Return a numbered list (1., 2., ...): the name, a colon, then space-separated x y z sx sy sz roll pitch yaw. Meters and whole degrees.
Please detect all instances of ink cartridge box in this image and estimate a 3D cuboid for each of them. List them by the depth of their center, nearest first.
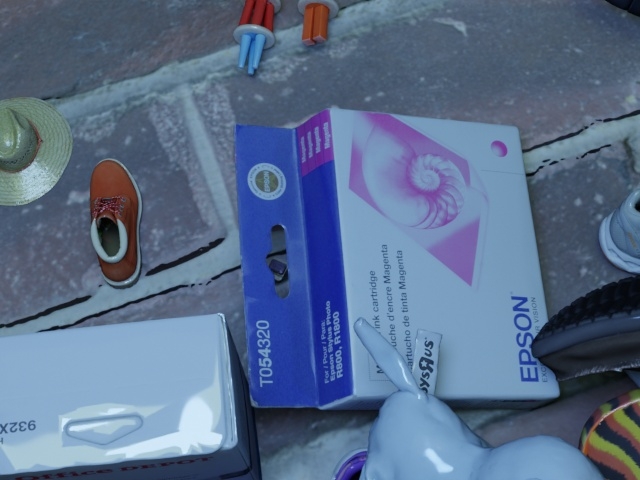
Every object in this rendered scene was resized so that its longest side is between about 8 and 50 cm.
1. ink cartridge box: -0.181 0.182 1.194 0.223 0.307 0.129 -6 70 -1
2. ink cartridge box: 0.080 0.018 1.317 0.330 0.071 0.324 3 68 -21

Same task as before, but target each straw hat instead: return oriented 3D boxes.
1. straw hat: -0.365 -0.118 1.445 0.144 0.061 0.144 -1 70 2

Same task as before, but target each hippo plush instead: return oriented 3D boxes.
1. hippo plush: 0.167 0.241 1.128 0.237 0.234 0.294 6 85 40

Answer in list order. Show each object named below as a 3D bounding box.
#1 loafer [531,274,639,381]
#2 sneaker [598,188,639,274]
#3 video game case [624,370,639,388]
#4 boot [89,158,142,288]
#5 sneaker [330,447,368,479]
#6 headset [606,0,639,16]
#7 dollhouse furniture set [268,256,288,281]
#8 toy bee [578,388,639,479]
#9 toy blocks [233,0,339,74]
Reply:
1. loafer: 0.384 0.098 1.198 0.366 0.134 0.130 -13 100 29
2. sneaker: 0.445 -0.006 1.342 0.262 0.121 0.099 2 69 2
3. video game case: 0.486 0.096 1.239 0.329 0.036 0.300 -46 74 26
4. boot: -0.236 -0.032 1.397 0.059 0.084 0.158 -12 68 -1
5. sneaker: 0.043 0.321 1.243 0.095 0.104 0.236 1 71 1
6. headset: 0.485 -0.369 1.442 0.394 0.185 0.243 17 71 2
7. dollhouse furniture set: 0.000 0.000 1.376 0.091 0.081 0.114 24 72 10
8. toy bee: 0.268 0.292 1.199 0.162 0.195 0.298 2 72 7
9. toy blocks: -0.041 -0.269 1.493 0.123 0.054 0.148 7 70 5
